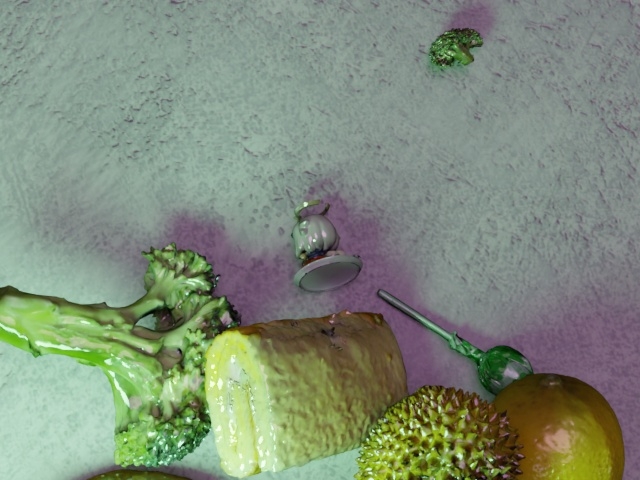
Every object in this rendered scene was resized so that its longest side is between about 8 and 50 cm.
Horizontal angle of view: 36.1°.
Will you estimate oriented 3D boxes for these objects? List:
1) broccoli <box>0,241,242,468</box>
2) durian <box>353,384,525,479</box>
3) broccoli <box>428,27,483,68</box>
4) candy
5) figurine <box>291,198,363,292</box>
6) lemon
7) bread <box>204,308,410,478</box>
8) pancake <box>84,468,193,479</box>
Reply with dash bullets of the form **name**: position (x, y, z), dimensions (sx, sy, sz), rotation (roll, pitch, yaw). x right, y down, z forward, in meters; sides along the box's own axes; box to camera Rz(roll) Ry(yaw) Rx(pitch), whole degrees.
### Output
- **broccoli**: position (-0.321, 0.208, 1.581), dimensions (0.397, 0.275, 0.353), rotation (-2, 41, -44)
- **durian**: position (0.179, 0.371, 1.498), dimensions (0.258, 0.258, 0.293), rotation (26, 116, 1)
- **broccoli**: position (0.267, -0.370, 1.910), dimensions (0.095, 0.097, 0.092), rotation (-46, 68, 25)
- **candy**: position (0.239, 0.180, 1.784), dimensions (0.323, 0.097, 0.097), rotation (32, 76, 11)
- **figurine**: position (0.000, 0.000, 1.784), dimensions (0.132, 0.132, 0.154), rotation (-12, 64, -8)
- **lemon**: position (0.386, 0.365, 1.650), dimensions (0.245, 0.245, 0.320), rotation (-8, 115, -7)
- **bread**: position (-0.007, 0.235, 1.602), dimensions (0.375, 0.165, 0.237), rotation (0, 76, -50)
- **pancake**: position (-0.299, 0.499, 1.530), dimensions (0.386, 0.082, 0.387), rotation (4, 33, -2)
